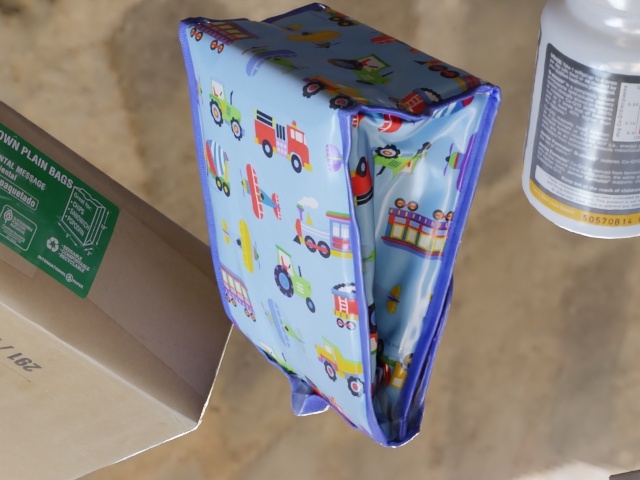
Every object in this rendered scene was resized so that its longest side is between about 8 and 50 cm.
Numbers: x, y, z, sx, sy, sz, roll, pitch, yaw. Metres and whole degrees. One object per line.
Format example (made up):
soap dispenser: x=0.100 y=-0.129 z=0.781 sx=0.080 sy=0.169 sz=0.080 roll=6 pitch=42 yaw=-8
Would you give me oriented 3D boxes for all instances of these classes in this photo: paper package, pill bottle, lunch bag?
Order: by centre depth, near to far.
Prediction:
lunch bag: x=0.000 y=0.000 z=1.447 sx=0.138 sy=0.221 sz=0.293 roll=-10 pitch=-63 yaw=-32
paper package: x=-0.278 y=0.053 z=1.652 sx=0.325 sy=0.309 sz=0.168 roll=36 pitch=-130 yaw=-27
pill bottle: x=0.278 y=-0.153 z=1.836 sx=0.162 sy=0.162 sz=0.278 roll=-55 pitch=-24 yaw=-47

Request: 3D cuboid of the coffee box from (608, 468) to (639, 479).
coffee box: x=0.242 y=0.300 z=1.217 sx=0.119 sy=0.168 sz=0.297 roll=-26 pitch=42 yaw=56
